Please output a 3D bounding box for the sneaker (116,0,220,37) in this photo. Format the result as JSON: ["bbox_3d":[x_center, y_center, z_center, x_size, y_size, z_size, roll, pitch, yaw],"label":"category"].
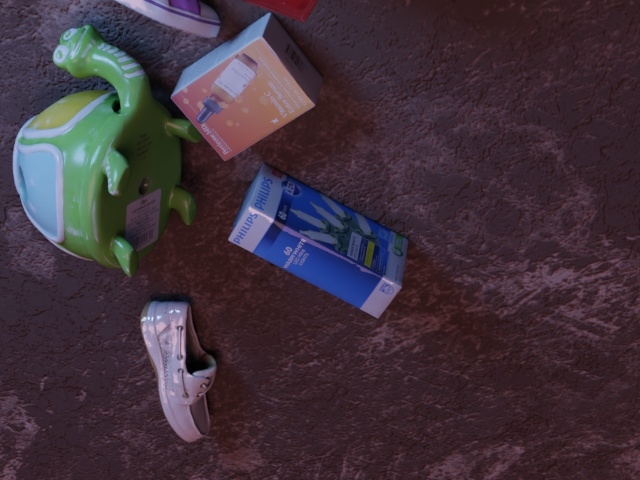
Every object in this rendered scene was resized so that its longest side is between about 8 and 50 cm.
[{"bbox_3d":[-0.235,-0.390,1.702,0.282,0.102,0.161,25,94,-31],"label":"sneaker"}]

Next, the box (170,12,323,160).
[{"bbox_3d":[-0.105,-0.219,1.797,0.170,0.091,0.130,-30,114,24],"label":"box"}]

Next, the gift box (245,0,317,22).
[{"bbox_3d":[-0.072,-0.441,1.556,0.276,0.258,0.255,20,124,-29],"label":"gift box"}]

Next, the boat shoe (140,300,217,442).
[{"bbox_3d":[-0.220,0.224,2.101,0.096,0.098,0.277,-7,121,14],"label":"boat shoe"}]

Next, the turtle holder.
[{"bbox_3d":[-0.330,-0.118,1.806,0.228,0.243,0.320,17,147,23],"label":"turtle holder"}]

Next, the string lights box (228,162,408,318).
[{"bbox_3d":[0.000,0.000,1.899,0.260,0.133,0.076,28,123,-10],"label":"string lights box"}]
